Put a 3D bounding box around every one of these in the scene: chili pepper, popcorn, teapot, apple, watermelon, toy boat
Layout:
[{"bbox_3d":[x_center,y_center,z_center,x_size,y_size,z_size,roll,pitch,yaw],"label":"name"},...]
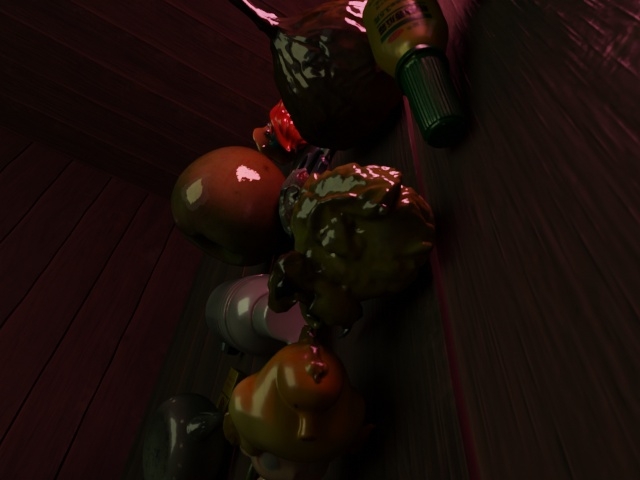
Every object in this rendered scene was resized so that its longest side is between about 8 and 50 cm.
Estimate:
[{"bbox_3d":[-0.111,0.368,0.656,0.083,0.017,0.030,-65,16,2],"label":"chili pepper"},{"bbox_3d":[0.040,0.015,0.489,0.173,0.168,0.195,59,-133,-71],"label":"popcorn"},{"bbox_3d":[-0.256,0.397,0.816,0.294,0.129,0.193,-49,42,30],"label":"teapot"},{"bbox_3d":[-0.216,-0.093,1.096,0.277,0.319,0.319,-62,16,-23],"label":"apple"},{"bbox_3d":[-0.044,-0.099,0.968,0.139,0.071,0.187,-16,63,47],"label":"watermelon"},{"bbox_3d":[-0.194,0.209,1.022,0.140,0.059,0.066,-60,36,9],"label":"toy boat"}]

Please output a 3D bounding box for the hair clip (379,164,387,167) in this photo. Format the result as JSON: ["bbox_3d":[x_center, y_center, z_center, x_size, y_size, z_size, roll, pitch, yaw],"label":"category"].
[{"bbox_3d":[0.088,-0.046,0.613,0.066,0.036,0.229,-43,27,35],"label":"hair clip"}]

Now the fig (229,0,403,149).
[{"bbox_3d":[-0.010,-0.356,0.786,0.286,0.368,0.286,-42,28,28],"label":"fig"}]

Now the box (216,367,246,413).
[{"bbox_3d":[-0.209,0.363,0.930,0.087,0.023,0.155,-14,54,64],"label":"box"}]

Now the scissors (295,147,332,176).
[{"bbox_3d":[0.034,-0.253,1.044,0.383,0.029,0.256,-54,25,27],"label":"scissors"}]

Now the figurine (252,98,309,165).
[{"bbox_3d":[-0.093,-0.365,1.353,0.208,0.181,0.257,-28,-7,-40],"label":"figurine"}]

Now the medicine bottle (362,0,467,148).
[{"bbox_3d":[0.135,-0.256,0.593,0.111,0.076,0.309,-22,58,21],"label":"medicine bottle"}]

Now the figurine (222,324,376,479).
[{"bbox_3d":[-0.028,0.213,0.435,0.131,0.156,0.246,-162,84,-75],"label":"figurine"}]

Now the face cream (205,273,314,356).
[{"bbox_3d":[-0.105,0.130,0.751,0.369,0.145,0.145,-19,48,65],"label":"face cream"}]
